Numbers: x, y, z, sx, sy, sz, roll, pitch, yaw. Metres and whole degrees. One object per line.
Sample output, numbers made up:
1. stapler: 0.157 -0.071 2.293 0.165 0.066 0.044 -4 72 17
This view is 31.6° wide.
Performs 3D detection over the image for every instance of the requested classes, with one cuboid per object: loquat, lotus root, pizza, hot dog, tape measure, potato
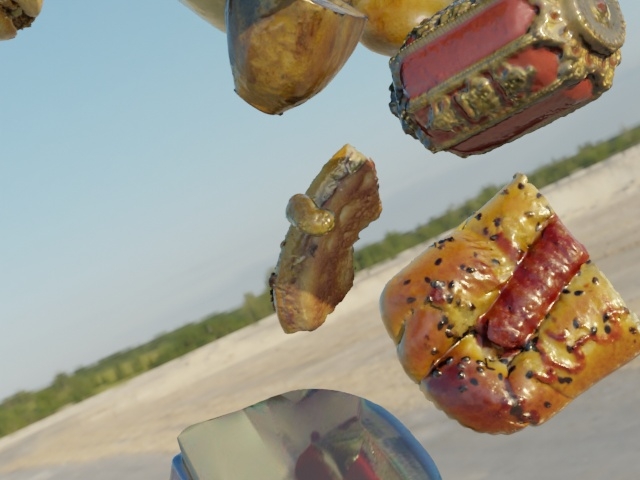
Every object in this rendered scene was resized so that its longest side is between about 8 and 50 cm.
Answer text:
1. loquat: 0.142 -0.397 1.919 0.227 0.179 0.179 12 -23 -33
2. lotus root: -0.064 -0.271 1.513 0.188 0.199 0.180 -7 -51 -59
3. pizza: 0.000 0.000 1.682 0.086 0.305 0.161 28 15 35
4. hot dog: 0.298 0.128 1.875 0.365 0.367 0.196 -38 -18 4
5. tape measure: -0.005 0.289 1.194 0.262 0.259 0.138 -23 -27 -38
6. potato: -0.017 -0.033 1.496 0.046 0.045 0.092 -8 30 -38

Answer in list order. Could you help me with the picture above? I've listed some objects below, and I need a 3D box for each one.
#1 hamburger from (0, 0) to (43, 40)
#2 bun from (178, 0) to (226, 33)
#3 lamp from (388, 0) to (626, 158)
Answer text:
1. hamburger: -0.510 -0.390 1.672 0.108 0.214 0.214 -49 -2 0
2. bun: -0.170 -0.505 1.811 0.202 0.364 0.364 0 6 18
3. lamp: 0.202 -0.200 1.263 0.274 0.177 0.177 -25 -2 41
